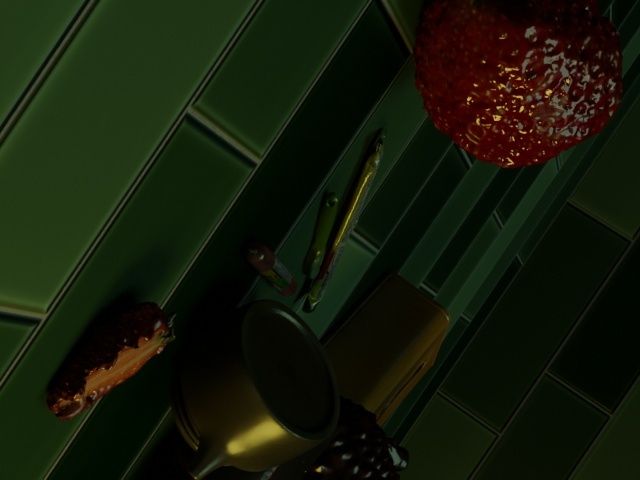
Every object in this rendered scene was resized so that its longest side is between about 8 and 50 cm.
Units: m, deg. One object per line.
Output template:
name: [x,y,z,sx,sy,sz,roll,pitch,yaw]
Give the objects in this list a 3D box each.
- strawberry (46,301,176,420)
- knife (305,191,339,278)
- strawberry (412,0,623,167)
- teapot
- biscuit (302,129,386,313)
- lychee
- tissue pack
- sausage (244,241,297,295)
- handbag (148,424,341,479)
strawberry: [-0.205,0.113,1.130,0.152,0.048,0.104,-34,163,-21]
knife: [0.000,0.000,1.528,0.184,0.022,0.026,105,-2,-49]
strawberry: [0.217,-0.225,1.351,0.257,0.257,0.277,-54,149,-6]
teapot: [-0.095,0.175,1.368,0.175,0.185,0.267,-27,-157,26]
biscuit: [0.035,-0.020,1.566,0.048,0.026,0.292,-74,-174,-58]
lychee: [-0.017,0.365,1.710,0.330,0.306,0.306,-21,152,-16]
tissue pack: [0.080,0.218,1.966,0.274,0.145,0.194,-46,159,-33]
sausage: [-0.058,0.036,1.418,0.029,0.029,0.223,-54,163,-6]
handbag: [-0.103,0.273,1.506,0.215,0.169,0.155,-55,150,3]
